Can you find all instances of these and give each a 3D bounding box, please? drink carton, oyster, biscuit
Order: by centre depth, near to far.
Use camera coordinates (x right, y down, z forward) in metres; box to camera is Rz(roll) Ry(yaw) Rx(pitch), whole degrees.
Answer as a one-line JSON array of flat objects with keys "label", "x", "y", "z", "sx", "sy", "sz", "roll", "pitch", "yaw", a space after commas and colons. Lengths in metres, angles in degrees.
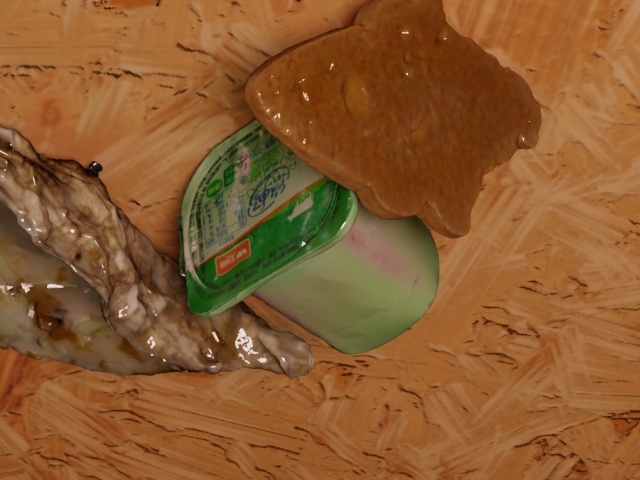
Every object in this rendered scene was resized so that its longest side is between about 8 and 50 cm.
[{"label": "biscuit", "x": 0.052, "y": -0.084, "z": 0.825, "sx": 0.250, "sy": 0.162, "sz": 0.035, "roll": 3, "pitch": 171, "yaw": -41}, {"label": "drink carton", "x": 0.000, "y": 0.000, "z": 0.911, "sx": 0.146, "sy": 0.144, "sz": 0.142, "roll": -33, "pitch": 135, "yaw": 25}, {"label": "oyster", "x": -0.202, "y": 0.009, "z": 0.935, "sx": 0.396, "sy": 0.111, "sz": 0.204, "roll": 39, "pitch": 144, "yaw": -27}]
